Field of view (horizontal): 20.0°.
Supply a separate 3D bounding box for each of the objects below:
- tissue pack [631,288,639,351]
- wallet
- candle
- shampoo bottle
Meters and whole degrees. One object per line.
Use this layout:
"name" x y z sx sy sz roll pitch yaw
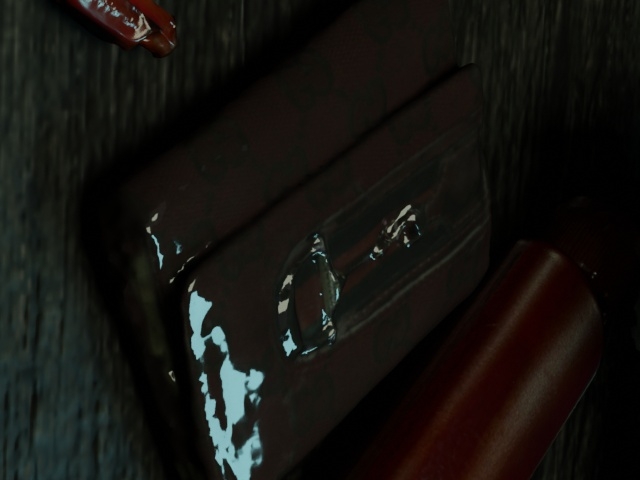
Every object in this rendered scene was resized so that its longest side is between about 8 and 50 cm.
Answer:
"tissue pack" 0.385 0.038 0.947 0.356 0.266 0.194 -6 126 -26
"wallet" 0.000 0.000 0.808 0.229 0.049 0.182 -41 131 -40
"candle" -0.107 -0.106 0.662 0.167 0.021 0.026 32 70 -52
"shampoo bottle" 0.087 0.078 0.923 0.260 0.064 0.102 -51 134 -35
